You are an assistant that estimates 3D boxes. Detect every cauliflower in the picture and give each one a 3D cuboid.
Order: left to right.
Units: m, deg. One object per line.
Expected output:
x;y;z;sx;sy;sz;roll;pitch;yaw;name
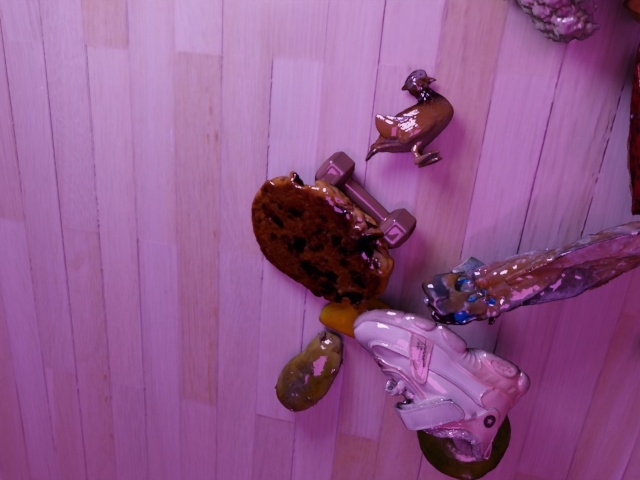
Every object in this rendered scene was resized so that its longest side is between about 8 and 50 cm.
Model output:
0.420;-0.461;0.679;0.315;0.239;0.256;-22;74;1;cauliflower

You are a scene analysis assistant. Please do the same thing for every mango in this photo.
0.083;0.175;1.005;0.187;0.066;0.101;2;106;19;mango

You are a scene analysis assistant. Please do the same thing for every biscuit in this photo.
0.001;-0.003;0.924;0.334;0.081;0.289;37;138;5;biscuit

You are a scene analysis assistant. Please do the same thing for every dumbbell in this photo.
0.093;-0.080;0.912;0.231;0.082;0.092;42;112;-2;dumbbell

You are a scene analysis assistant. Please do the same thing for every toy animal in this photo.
0.162;-0.227;0.858;0.188;0.089;0.179;-18;85;18;toy animal

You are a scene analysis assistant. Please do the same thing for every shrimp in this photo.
0.409;0.060;0.801;0.445;0.221;0.110;-18;66;6;shrimp

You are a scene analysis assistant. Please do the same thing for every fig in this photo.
0.314;0.433;0.999;0.203;0.203;0.235;1;146;13;fig

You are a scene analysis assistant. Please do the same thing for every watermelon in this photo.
0.315;0.078;0.930;0.092;0.072;0.085;-15;92;-22;watermelon

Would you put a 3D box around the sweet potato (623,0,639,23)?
0.506;-0.375;0.577;0.097;0.252;0.097;2;67;-5;sweet potato

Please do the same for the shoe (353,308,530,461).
0.209;0.269;0.849;0.351;0.172;0.198;25;74;7;shoe

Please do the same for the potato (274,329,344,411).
-0.023;0.314;1.055;0.117;0.090;0.225;37;104;7;potato

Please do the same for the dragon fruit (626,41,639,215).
0.616;-0.122;0.651;0.330;0.240;0.302;20;147;42;dragon fruit
